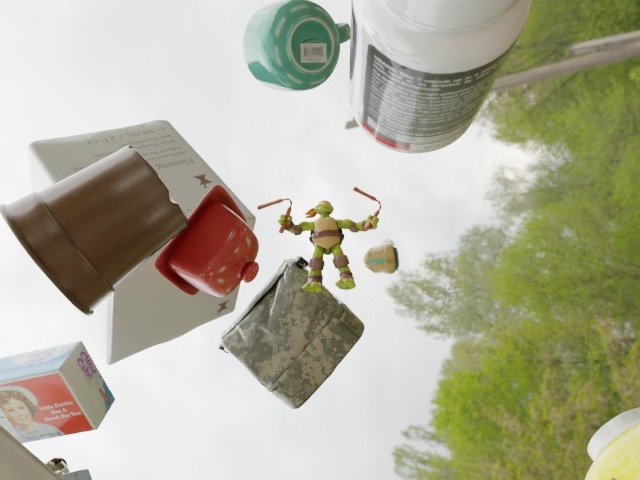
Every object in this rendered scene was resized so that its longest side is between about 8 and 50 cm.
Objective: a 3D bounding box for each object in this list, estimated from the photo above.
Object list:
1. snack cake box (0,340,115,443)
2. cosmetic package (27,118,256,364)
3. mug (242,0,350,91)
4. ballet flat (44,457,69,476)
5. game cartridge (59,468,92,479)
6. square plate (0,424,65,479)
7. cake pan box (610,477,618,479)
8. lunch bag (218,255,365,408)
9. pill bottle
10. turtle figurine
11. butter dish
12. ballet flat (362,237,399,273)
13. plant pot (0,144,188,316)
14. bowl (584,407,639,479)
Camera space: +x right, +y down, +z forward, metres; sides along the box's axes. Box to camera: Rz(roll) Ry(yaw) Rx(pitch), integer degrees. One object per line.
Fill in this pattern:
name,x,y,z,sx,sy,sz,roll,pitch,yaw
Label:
snack cake box,-0.551,0.295,1.071,0.089,0.264,0.152,-79,-26,-64
cosmetic package,-0.406,-0.012,1.275,0.329,0.393,0.327,-22,-34,-38
mug,-0.028,-0.294,0.829,0.129,0.097,0.157,40,-97,-34
ballet flat,-0.507,0.453,1.063,0.067,0.206,0.073,-34,-78,-20
game cartridge,-0.354,0.352,0.778,0.083,0.017,0.056,-18,-106,-31
square plate,-0.391,0.350,0.542,0.347,0.344,0.049,-49,0,-3
cake pan box,0.267,0.343,0.368,0.070,0.267,0.245,15,-80,-56
lunch bag,-0.075,0.222,1.439,0.256,0.212,0.305,42,-88,-18
pill bottle,0.110,-0.209,0.561,0.283,0.161,0.161,83,-172,-77
turtle figurine,0.000,0.000,1.215,0.087,0.270,0.217,103,166,-69
butter dish,-0.146,0.024,0.867,0.160,0.118,0.160,-54,-21,-13
ballet flat,0.125,0.034,1.183,0.232,0.073,0.080,27,-124,-82
plant pot,-0.266,-0.021,0.701,0.165,0.167,0.167,-37,-58,-16
bowl,0.466,0.328,0.777,0.289,0.289,0.156,55,-175,-38
